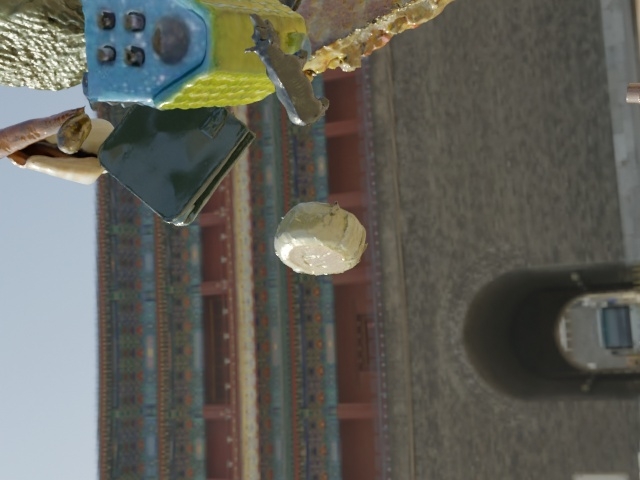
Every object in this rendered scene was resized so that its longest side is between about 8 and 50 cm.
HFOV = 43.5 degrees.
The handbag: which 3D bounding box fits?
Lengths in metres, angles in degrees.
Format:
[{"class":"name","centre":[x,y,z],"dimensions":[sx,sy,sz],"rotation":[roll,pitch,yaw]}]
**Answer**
[{"class":"handbag","centre":[-0.288,-0.190,1.592],"dimensions":[0.260,0.247,0.079],"rotation":[-53,-19,5]}]

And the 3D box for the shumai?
[{"class":"shumai","centre":[-0.510,-0.395,1.393],"dimensions":[0.225,0.260,0.222],"rotation":[111,147,-57]}]

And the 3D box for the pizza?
[{"class":"pizza","centre":[0.110,-0.485,1.696],"dimensions":[0.130,0.406,0.440],"rotation":[45,-118,-50]}]

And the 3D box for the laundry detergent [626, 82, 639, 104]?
[{"class":"laundry detergent","centre":[0.744,-0.277,1.604],"dimensions":[0.171,0.237,0.076],"rotation":[28,-110,-60]}]

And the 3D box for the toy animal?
[{"class":"toy animal","centre":[-0.039,-0.186,0.869],"dimensions":[0.136,0.047,0.065],"rotation":[62,-157,-20]}]

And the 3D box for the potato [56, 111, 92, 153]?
[{"class":"potato","centre":[-0.378,-0.166,1.229],"dimensions":[0.051,0.040,0.083],"rotation":[-56,14,36]}]

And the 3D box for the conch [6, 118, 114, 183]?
[{"class":"conch","centre":[-0.539,-0.182,1.690],"dimensions":[0.127,0.255,0.158],"rotation":[-53,46,51]}]

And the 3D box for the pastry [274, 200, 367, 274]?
[{"class":"pastry","centre":[0.000,0.000,1.365],"dimensions":[0.166,0.165,0.088],"rotation":[59,-143,-50]}]

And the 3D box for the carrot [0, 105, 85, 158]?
[{"class":"carrot","centre":[-0.538,-0.209,1.522],"dimensions":[0.057,0.224,0.057],"rotation":[-16,-90,-76]}]

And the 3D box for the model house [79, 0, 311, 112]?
[{"class":"model house","centre":[-0.180,-0.300,1.206],"dimensions":[0.237,0.303,0.216],"rotation":[-17,-69,-56]}]
